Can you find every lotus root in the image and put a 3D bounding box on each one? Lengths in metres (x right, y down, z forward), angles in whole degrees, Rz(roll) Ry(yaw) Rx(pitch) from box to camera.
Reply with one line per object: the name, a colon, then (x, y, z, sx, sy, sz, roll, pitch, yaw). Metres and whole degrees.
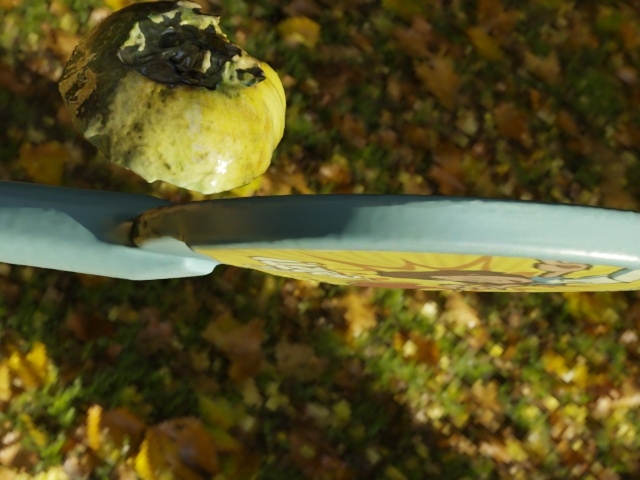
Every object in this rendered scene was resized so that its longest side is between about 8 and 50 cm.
lotus root: (-0.106, -0.132, 1.160, 0.183, 0.078, 0.203, 19, 38, -9)

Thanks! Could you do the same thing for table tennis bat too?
table tennis bat: (0.000, 0.000, 0.646, 0.329, 0.044, 0.215, 3, -4, 16)
